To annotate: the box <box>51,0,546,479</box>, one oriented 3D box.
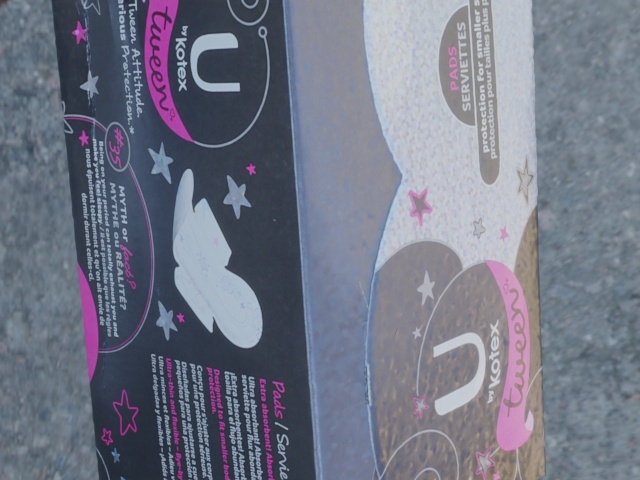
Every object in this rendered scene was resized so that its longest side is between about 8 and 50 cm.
[{"bbox_3d":[0.000,0.000,0.488,0.163,0.142,0.247,-15,106,-46],"label":"box"}]
